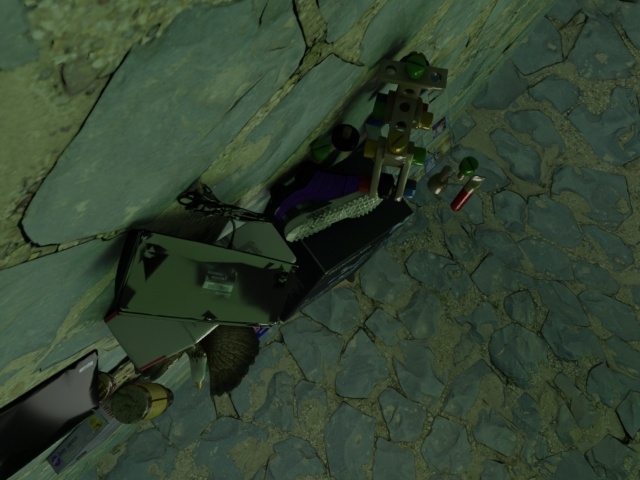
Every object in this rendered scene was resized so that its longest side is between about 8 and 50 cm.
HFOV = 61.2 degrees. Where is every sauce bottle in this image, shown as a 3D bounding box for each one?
[{"bbox_3d":[-0.516,0.482,1.620,0.111,0.111,0.344,-43,169,-11],"label":"sauce bottle"}]

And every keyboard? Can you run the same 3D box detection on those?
[{"bbox_3d":[-0.149,0.029,0.817,0.317,0.033,0.201,17,94,-50],"label":"keyboard"}]

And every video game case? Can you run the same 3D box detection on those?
[{"bbox_3d":[0.238,-0.267,1.417,0.269,0.061,0.244,-41,137,-25],"label":"video game case"}]

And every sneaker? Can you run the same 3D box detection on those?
[{"bbox_3d":[-0.483,0.313,1.183,0.185,0.069,0.084,-41,-173,41],"label":"sneaker"},{"bbox_3d":[0.023,-0.116,1.149,0.293,0.146,0.102,-22,160,-29],"label":"sneaker"}]

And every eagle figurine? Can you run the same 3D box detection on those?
[{"bbox_3d":[-0.260,0.212,1.154,0.226,0.225,0.298,-32,180,-11],"label":"eagle figurine"}]

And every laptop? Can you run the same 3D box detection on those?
[{"bbox_3d":[-0.562,0.340,1.030,0.264,0.136,0.234,-17,-170,33],"label":"laptop"}]

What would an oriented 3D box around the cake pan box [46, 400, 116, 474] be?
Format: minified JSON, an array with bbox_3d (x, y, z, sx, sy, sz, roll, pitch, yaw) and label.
[{"bbox_3d":[-0.684,0.580,1.703,0.246,0.070,0.267,-43,175,12],"label":"cake pan box"}]

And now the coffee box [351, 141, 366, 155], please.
[{"bbox_3d":[0.142,-0.194,1.634,0.168,0.119,0.297,-45,175,-5],"label":"coffee box"}]

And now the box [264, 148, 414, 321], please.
[{"bbox_3d":[0.000,0.000,1.390,0.294,0.212,0.395,-32,169,-28],"label":"box"}]

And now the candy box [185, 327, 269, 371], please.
[{"bbox_3d":[-0.328,0.355,2.077,0.317,0.122,0.268,-34,-175,47],"label":"candy box"}]

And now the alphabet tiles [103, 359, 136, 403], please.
[{"bbox_3d":[-0.528,0.364,1.435,0.284,0.021,0.278,-43,174,-17],"label":"alphabet tiles"}]

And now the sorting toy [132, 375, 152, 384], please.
[{"bbox_3d":[-0.562,0.447,1.747,0.083,0.045,0.075,-45,-178,3],"label":"sorting toy"}]

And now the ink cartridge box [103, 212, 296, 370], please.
[{"bbox_3d":[-0.209,0.088,0.975,0.207,0.117,0.283,-31,-174,42],"label":"ink cartridge box"}]

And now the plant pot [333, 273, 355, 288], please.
[{"bbox_3d":[-0.041,0.116,2.183,0.274,0.256,0.256,-29,179,17],"label":"plant pot"}]

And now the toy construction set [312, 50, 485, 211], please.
[{"bbox_3d":[0.185,-0.205,1.028,0.257,0.309,0.237,-51,172,-19],"label":"toy construction set"}]
